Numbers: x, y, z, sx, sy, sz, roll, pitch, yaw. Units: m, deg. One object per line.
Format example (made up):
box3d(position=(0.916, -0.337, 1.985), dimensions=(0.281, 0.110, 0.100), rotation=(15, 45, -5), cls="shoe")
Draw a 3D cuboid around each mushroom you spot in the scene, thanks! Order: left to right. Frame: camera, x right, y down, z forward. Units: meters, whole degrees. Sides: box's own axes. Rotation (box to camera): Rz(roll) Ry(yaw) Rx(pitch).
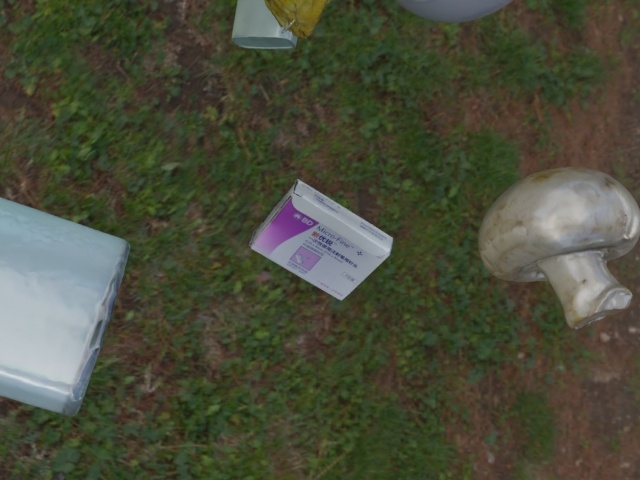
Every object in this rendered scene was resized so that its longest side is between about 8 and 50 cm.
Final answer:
box3d(position=(0.445, 0.018, 1.534), dimensions=(0.298, 0.297, 0.289), rotation=(4, 66, -33), cls="mushroom")

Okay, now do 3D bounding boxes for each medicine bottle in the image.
box3d(position=(0.000, 0.000, 1.431), dimensions=(0.201, 0.171, 0.052), rotation=(32, 44, -13), cls="medicine bottle")

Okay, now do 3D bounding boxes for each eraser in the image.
box3d(position=(-0.348, 0.041, 0.812), dimensions=(0.290, 0.104, 0.189), rotation=(20, 60, -12), cls="eraser")

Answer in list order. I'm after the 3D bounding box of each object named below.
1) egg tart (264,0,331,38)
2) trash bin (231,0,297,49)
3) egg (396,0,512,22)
box3d(position=(-0.034, -0.457, 1.155), dimensions=(0.153, 0.351, 0.339), rotation=(11, 90, -13), cls="egg tart")
box3d(position=(-0.088, -0.400, 1.427), dimensions=(0.059, 0.116, 0.129), rotation=(25, 72, -66), cls="trash bin")
box3d(position=(0.151, -0.324, 0.861), dimensions=(0.176, 0.176, 0.232), rotation=(53, 49, -16), cls="egg")
